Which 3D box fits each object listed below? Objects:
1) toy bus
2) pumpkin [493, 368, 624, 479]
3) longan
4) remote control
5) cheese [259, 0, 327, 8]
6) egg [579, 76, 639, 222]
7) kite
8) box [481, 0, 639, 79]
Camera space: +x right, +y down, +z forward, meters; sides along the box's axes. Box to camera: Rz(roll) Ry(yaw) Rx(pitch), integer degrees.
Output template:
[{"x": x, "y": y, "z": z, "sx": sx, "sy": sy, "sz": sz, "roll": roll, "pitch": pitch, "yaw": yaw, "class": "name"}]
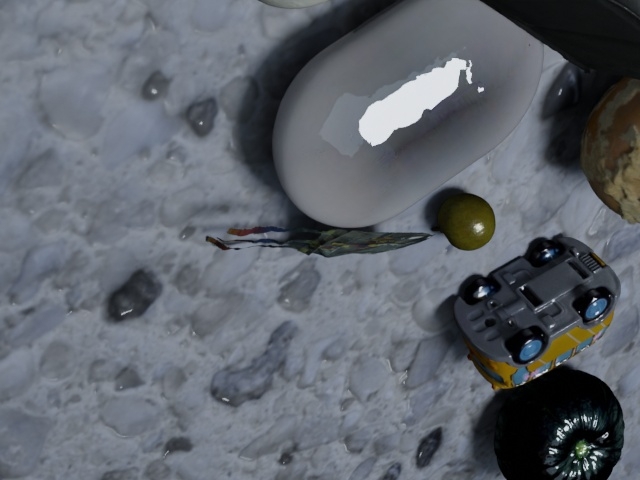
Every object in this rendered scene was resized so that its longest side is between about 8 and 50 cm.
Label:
[{"x": 0.281, "y": 0.104, "z": 1.459, "sx": 0.210, "sy": 0.126, "sz": 0.136, "roll": -28, "pitch": 140, "yaw": -13, "class": "toy bus"}, {"x": 0.342, "y": 0.281, "z": 1.608, "sx": 0.202, "sy": 0.140, "sz": 0.202, "roll": -5, "pitch": 103, "yaw": -21, "class": "pumpkin"}, {"x": 0.169, "y": -0.021, "z": 1.341, "sx": 0.083, "sy": 0.075, "sz": 0.075, "roll": -11, "pitch": 142, "yaw": 29, "class": "longan"}, {"x": 0.097, "y": -0.145, "z": 1.177, "sx": 0.332, "sy": 0.103, "sz": 0.221, "roll": -34, "pitch": 131, "yaw": -8, "class": "remote control"}, {"x": -0.021, "y": -0.299, "z": 0.965, "sx": 0.198, "sy": 0.154, "sz": 0.189, "roll": -42, "pitch": 139, "yaw": -1, "class": "cheese"}, {"x": 0.422, "y": -0.124, "z": 1.340, "sx": 0.233, "sy": 0.195, "sz": 0.195, "roll": -49, "pitch": 136, "yaw": -19, "class": "egg"}, {"x": 0.000, "y": 0.001, "z": 1.231, "sx": 0.245, "sy": 0.141, "sz": 0.015, "roll": 3, "pitch": 75, "yaw": -25, "class": "kite"}, {"x": 0.327, "y": -0.342, "z": 1.064, "sx": 0.251, "sy": 0.204, "sz": 0.345, "roll": 22, "pitch": 92, "yaw": -40, "class": "box"}]
